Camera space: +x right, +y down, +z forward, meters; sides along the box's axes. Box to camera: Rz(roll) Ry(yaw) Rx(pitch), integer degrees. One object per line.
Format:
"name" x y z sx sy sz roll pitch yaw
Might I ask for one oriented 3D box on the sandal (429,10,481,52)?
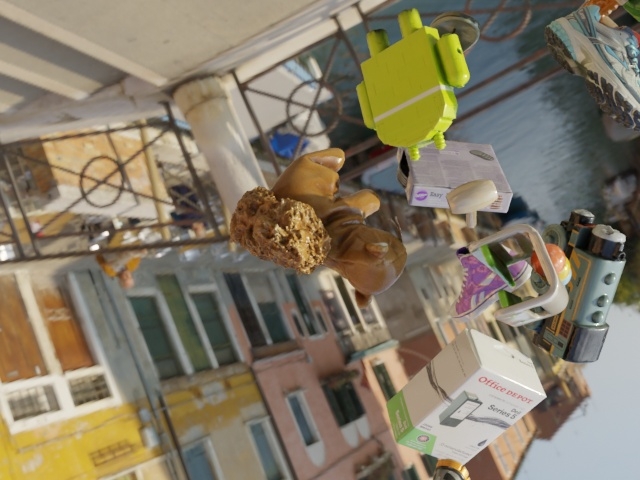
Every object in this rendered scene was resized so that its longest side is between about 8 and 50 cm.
"sandal" 0.289 -0.455 1.860 0.120 0.086 0.303 19 150 -20

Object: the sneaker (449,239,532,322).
"sneaker" 0.383 0.090 1.882 0.282 0.161 0.102 -48 -175 44

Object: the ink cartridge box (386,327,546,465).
"ink cartridge box" 0.306 0.339 1.598 0.198 0.114 0.273 26 120 -26

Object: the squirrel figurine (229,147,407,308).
"squirrel figurine" 0.000 0.000 1.768 0.397 0.370 0.281 -10 134 -41

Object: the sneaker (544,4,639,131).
"sneaker" 0.538 -0.324 1.364 0.122 0.283 0.110 -35 159 6

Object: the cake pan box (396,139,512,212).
"cake pan box" 0.331 -0.171 1.910 0.267 0.245 0.070 3 124 -7

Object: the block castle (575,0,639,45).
"block castle" 0.762 -0.560 1.539 0.303 0.213 0.453 -49 -179 -10

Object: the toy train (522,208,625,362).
"toy train" 0.557 0.105 1.632 0.142 0.333 0.190 4 -161 -27

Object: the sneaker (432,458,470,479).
"sneaker" 0.262 0.526 1.435 0.084 0.214 0.083 -17 -164 37

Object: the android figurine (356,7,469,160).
"android figurine" 0.170 -0.291 1.428 0.056 0.272 0.248 -5 166 -47

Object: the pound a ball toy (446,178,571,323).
"pound a ball toy" 0.330 0.020 1.245 0.136 0.208 0.319 -22 163 16
